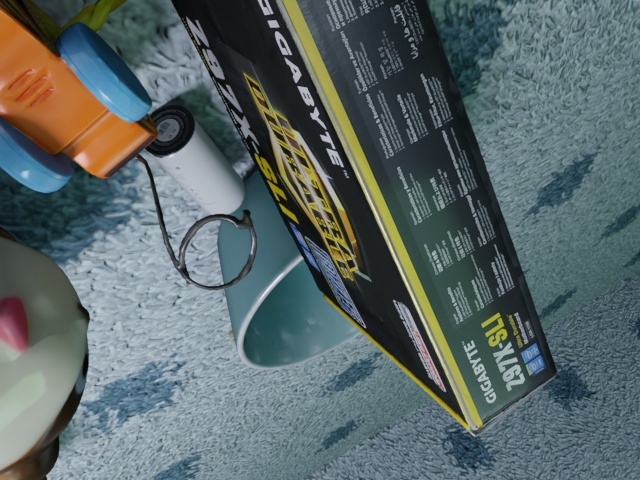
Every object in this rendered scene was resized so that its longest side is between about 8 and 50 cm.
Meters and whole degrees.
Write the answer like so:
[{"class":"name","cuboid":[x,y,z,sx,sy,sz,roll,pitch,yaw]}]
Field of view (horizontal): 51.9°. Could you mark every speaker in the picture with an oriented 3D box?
[{"class":"speaker","cuboid":[-0.122,-0.074,0.652,0.055,0.055,0.136,-36,153,-1]}]

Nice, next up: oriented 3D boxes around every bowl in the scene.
[{"class":"bowl","cuboid":[0.000,0.000,0.798,0.311,0.163,0.311,-28,152,-17]}]

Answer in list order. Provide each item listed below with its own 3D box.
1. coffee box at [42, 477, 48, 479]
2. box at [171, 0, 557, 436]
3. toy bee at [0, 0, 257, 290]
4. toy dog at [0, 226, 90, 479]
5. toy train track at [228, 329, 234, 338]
[{"class":"coffee box","cuboid":[-0.481,0.371,0.853,0.246,0.141,0.098,-19,148,-30]},{"class":"box","cuboid":[0.015,-0.058,0.464,0.079,0.257,0.322,-31,116,-10]},{"class":"toy bee","cuboid":[-0.186,-0.095,0.469,0.195,0.162,0.298,-23,127,-9]},{"class":"toy dog","cuboid":[-0.347,0.101,0.428,0.408,0.284,0.395,-3,152,-48]},{"class":"toy train track","cuboid":[-0.111,0.126,1.041,0.083,0.014,0.048,-32,147,-22]}]
